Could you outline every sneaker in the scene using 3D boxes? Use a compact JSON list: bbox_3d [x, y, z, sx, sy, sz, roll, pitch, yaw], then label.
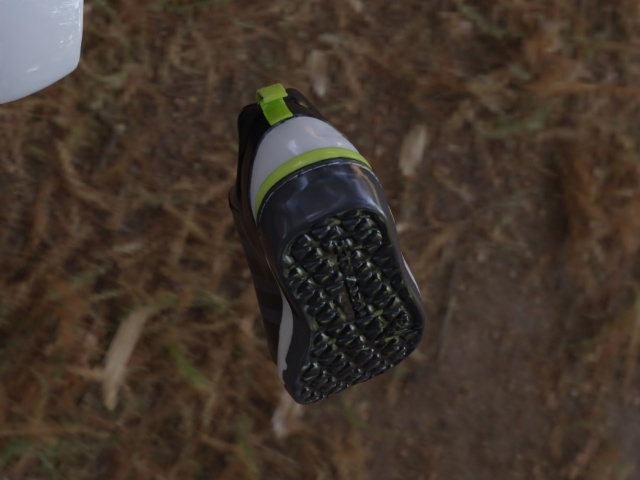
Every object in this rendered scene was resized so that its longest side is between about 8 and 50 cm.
[{"bbox_3d":[0.000,0.000,0.859,0.084,0.097,0.235,-21,150,-11],"label":"sneaker"}]

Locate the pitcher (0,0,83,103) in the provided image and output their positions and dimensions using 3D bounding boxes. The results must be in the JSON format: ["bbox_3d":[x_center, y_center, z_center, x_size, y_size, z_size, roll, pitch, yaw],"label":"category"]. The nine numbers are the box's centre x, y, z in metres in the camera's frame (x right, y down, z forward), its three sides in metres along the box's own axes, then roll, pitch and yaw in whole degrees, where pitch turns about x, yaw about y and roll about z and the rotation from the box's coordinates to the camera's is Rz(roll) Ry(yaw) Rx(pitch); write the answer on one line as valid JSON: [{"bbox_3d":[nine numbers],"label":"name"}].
[{"bbox_3d":[-0.229,-0.119,0.859,0.207,0.178,0.125,-1,124,-15],"label":"pitcher"}]
